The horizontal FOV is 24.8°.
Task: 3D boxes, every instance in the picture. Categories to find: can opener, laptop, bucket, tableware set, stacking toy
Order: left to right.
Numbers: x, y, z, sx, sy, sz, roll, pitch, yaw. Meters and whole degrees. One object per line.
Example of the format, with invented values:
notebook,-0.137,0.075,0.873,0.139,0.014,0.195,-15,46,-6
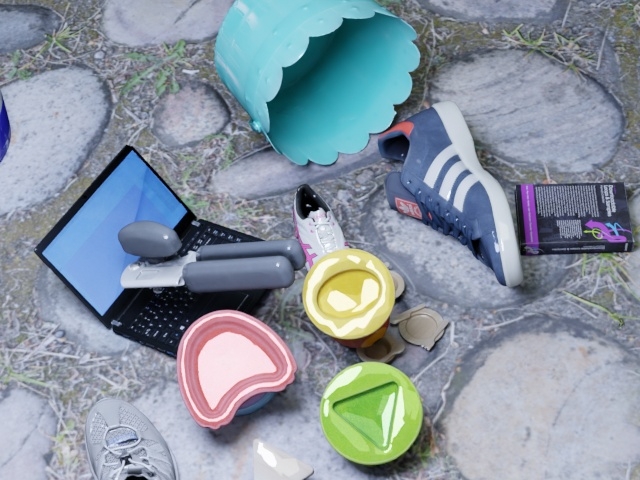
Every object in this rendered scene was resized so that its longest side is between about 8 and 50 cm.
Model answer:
laptop,-0.214,0.017,2.035,0.264,0.136,0.234,18,54,26
can opener,-0.154,0.026,1.917,0.280,0.093,0.074,0,38,29
stacking toy,-0.016,0.190,1.912,0.309,0.130,0.279,-22,75,-3
bucket,-0.012,-0.268,2.183,0.281,0.281,0.183,-29,52,-19
tableware set,0.082,0.108,2.009,0.141,0.020,0.169,-33,54,-22

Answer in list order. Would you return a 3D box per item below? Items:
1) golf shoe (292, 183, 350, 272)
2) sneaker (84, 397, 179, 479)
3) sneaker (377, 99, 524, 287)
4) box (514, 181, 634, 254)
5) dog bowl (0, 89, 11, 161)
golf shoe,0.000,0.000,2.060,0.067,0.086,0.186,-22,48,-8
sneaker,-0.222,0.294,1.812,0.105,0.115,0.281,-22,51,-14
sneaker,0.178,-0.050,2.079,0.148,0.131,0.350,-19,45,-2
box,0.365,-0.032,2.100,0.162,0.029,0.116,-2,50,5
dog bowl,-0.622,-0.183,2.266,0.265,0.104,0.265,-3,49,3
